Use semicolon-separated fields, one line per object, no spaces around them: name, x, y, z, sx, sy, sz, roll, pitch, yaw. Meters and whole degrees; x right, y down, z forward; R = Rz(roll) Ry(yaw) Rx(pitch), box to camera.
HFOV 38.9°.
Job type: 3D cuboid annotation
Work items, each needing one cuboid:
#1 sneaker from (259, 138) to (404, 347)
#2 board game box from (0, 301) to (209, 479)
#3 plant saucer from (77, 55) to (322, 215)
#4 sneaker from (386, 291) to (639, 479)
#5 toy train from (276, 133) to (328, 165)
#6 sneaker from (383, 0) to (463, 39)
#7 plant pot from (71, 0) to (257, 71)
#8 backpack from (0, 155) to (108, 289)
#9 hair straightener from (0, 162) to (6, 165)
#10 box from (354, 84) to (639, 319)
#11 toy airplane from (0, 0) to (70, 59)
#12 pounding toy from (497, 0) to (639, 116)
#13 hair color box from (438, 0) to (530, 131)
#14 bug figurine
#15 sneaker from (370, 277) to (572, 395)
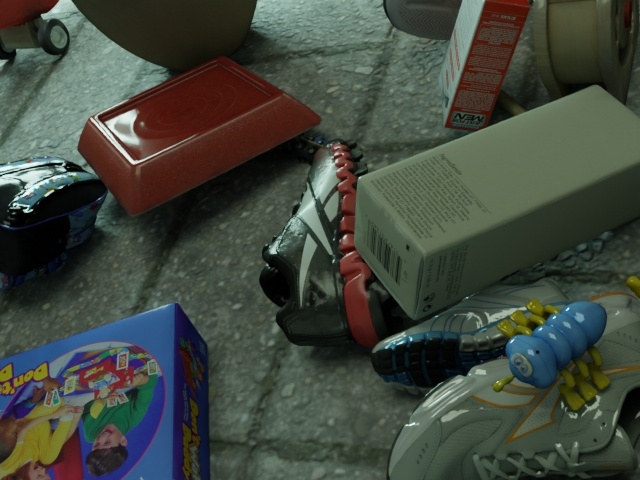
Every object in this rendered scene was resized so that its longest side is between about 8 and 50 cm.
sneaker;0.000;0.000;0.930;0.135;0.098;0.276;-15;46;10
board game box;-0.280;0.217;0.871;0.347;0.078;0.233;-18;44;9
plant saucer;-0.167;-0.151;1.143;0.259;0.048;0.258;-28;34;-16
sneaker;0.176;0.148;0.708;0.262;0.099;0.121;-32;48;-5
toy train;-0.040;-0.127;1.126;0.036;0.027;0.158;-34;41;-26
sneaker;0.201;-0.371;1.191;0.321;0.125;0.180;-24;38;-13
plant pot;-0.201;-0.356;1.302;0.284;0.191;0.284;-14;44;14
backpack;-0.356;-0.033;1.118;0.158;0.117;0.173;25;32;26
hair straightener;-0.453;-0.075;1.173;0.230;0.047;0.089;-21;72;-48
box;0.173;-0.040;0.826;0.275;0.094;0.113;-21;51;-19
toy airplane;-0.478;-0.521;1.536;0.386;0.272;0.384;-31;42;-4
pounding toy;0.253;-0.225;0.982;0.154;0.154;0.270;1;49;27
hair color box;0.176;-0.213;0.997;0.053;0.167;0.093;8;47;-6
bug figurine;0.269;0.113;0.640;0.216;0.072;0.279;-35;67;-21
sneaker;0.137;0.080;0.818;0.190;0.071;0.083;-13;38;3
